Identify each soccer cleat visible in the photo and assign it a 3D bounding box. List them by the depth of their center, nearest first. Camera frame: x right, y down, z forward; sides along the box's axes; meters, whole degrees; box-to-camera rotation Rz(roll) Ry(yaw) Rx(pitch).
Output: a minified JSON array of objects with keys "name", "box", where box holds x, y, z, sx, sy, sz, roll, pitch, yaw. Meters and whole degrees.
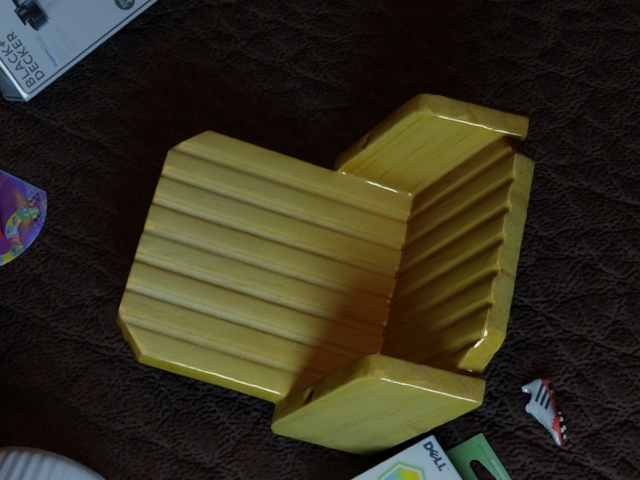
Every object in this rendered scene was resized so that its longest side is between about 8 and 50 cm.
[{"name":"soccer cleat","box":[0.240,0.185,1.709,0.036,0.029,0.083,-17,55,7]}]

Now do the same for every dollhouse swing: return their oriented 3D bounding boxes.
[{"name":"dollhouse swing","box":[0.000,0.000,1.684,0.305,0.315,0.347,26,59,-19]}]

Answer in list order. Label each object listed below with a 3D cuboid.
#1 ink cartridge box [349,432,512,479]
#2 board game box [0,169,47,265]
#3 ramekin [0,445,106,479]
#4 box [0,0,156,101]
[{"name":"ink cartridge box","box":[0.103,0.277,1.647,0.209,0.062,0.109,-27,58,-10]},{"name":"board game box","box":[-0.418,-0.039,1.924,0.169,0.033,0.133,25,65,21]},{"name":"ramekin","box":[-0.290,0.297,1.607,0.207,0.207,0.109,8,51,12]},{"name":"box","box":[-0.318,-0.323,2.001,0.290,0.169,0.087,-40,22,-17]}]
